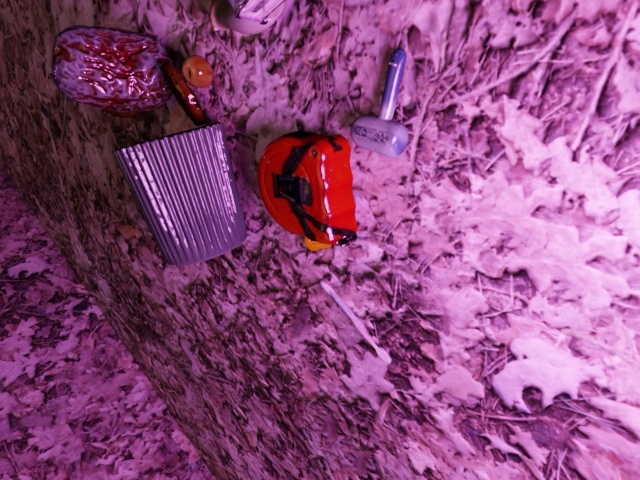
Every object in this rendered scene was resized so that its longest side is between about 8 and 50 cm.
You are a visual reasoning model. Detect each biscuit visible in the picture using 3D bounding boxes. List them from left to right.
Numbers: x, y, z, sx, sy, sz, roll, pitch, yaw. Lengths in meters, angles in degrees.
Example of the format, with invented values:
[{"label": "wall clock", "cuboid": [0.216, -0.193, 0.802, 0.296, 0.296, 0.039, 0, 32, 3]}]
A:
[{"label": "biscuit", "cuboid": [-0.374, -0.403, 1.234, 0.192, 0.049, 0.192, 51, 167, 16]}]

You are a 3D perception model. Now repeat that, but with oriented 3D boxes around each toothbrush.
[{"label": "toothbrush", "cuboid": [0.087, 0.203, 1.135, 0.021, 0.027, 0.269, -44, 74, 10]}]

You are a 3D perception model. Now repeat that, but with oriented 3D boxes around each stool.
[{"label": "stool", "cuboid": [-0.363, -0.128, 1.238, 0.297, 0.297, 0.330, 2, 114, 44]}]

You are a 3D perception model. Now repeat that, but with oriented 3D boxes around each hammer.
[{"label": "hammer", "cuboid": [0.127, -0.264, 0.858, 0.116, 0.069, 0.194, 27, 118, 34]}]

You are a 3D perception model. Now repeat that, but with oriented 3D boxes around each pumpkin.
[{"label": "pumpkin", "cuboid": [0.000, -0.001, 1.122, 0.083, 0.028, 0.050, -1, 106, 36]}]

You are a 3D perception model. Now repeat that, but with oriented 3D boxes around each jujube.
[{"label": "jujube", "cuboid": [-0.581, -0.479, 1.263, 0.226, 0.316, 0.226, 17, 112, 50]}]

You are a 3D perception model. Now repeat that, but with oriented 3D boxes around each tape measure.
[{"label": "tape measure", "cuboid": [-0.035, -0.122, 1.037, 0.260, 0.114, 0.253, 12, 116, 41]}]

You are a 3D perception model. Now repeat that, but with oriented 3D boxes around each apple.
[{"label": "apple", "cuboid": [-0.330, -0.451, 1.201, 0.084, 0.071, 0.084, 21, 124, 36]}]

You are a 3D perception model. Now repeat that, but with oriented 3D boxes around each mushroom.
[{"label": "mushroom", "cuboid": [-0.173, -0.516, 1.013, 0.225, 0.093, 0.116, 6, 94, 52]}]

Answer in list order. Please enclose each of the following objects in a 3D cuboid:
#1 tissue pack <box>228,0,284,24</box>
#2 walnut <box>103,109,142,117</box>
[{"label": "tissue pack", "cuboid": [-0.129, -0.643, 0.846, 0.259, 0.122, 0.362, -28, 86, 30]}, {"label": "walnut", "cuboid": [-0.654, -0.472, 1.470, 0.245, 0.137, 0.137, 20, 122, 26]}]
